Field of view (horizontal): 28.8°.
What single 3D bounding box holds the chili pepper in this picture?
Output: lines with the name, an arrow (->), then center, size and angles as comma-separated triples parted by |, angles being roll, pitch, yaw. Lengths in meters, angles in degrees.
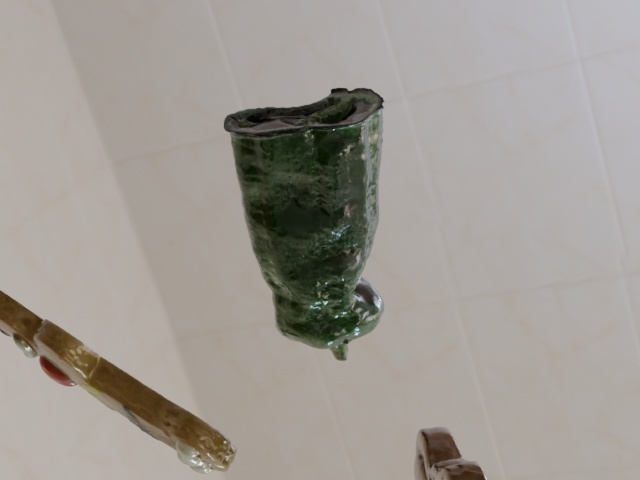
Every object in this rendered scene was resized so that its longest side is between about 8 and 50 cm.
chili pepper -> 0.000, 0.000, 1.148 | 0.136, 0.271, 0.099 | -19, -144, -18

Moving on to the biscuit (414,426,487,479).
biscuit -> 0.108, 0.236, 0.947 | 0.044, 0.186, 0.295 | -12, 179, -2

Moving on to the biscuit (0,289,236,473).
biscuit -> -0.165, 0.101, 0.912 | 0.035, 0.240, 0.158 | -56, 167, -14
